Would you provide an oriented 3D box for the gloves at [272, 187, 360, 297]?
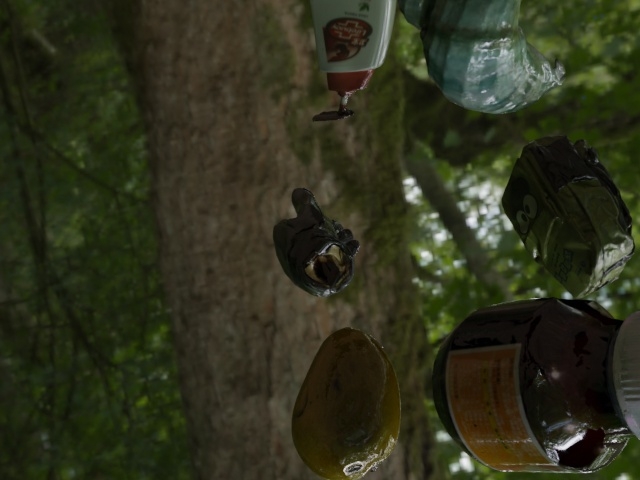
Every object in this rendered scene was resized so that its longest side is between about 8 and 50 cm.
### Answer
[{"bbox_3d":[-0.009,0.003,1.357,0.119,0.142,0.285,-12,-170,5],"label":"gloves"}]

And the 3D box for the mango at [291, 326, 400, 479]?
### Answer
[{"bbox_3d":[0.033,0.206,1.218,0.137,0.195,0.098,1,169,-2],"label":"mango"}]

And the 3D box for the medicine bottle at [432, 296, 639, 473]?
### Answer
[{"bbox_3d":[0.345,0.178,1.226,0.243,0.242,0.395,-18,180,-35],"label":"medicine bottle"}]

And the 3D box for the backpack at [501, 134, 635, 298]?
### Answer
[{"bbox_3d":[0.405,-0.036,1.565,0.140,0.253,0.207,-19,150,-13],"label":"backpack"}]

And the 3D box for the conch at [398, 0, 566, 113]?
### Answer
[{"bbox_3d":[0.189,-0.270,1.164,0.195,0.277,0.220,-51,-176,33],"label":"conch"}]

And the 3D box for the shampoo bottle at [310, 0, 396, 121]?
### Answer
[{"bbox_3d":[0.040,-0.321,1.562,0.153,0.284,0.071,11,-153,13],"label":"shampoo bottle"}]
